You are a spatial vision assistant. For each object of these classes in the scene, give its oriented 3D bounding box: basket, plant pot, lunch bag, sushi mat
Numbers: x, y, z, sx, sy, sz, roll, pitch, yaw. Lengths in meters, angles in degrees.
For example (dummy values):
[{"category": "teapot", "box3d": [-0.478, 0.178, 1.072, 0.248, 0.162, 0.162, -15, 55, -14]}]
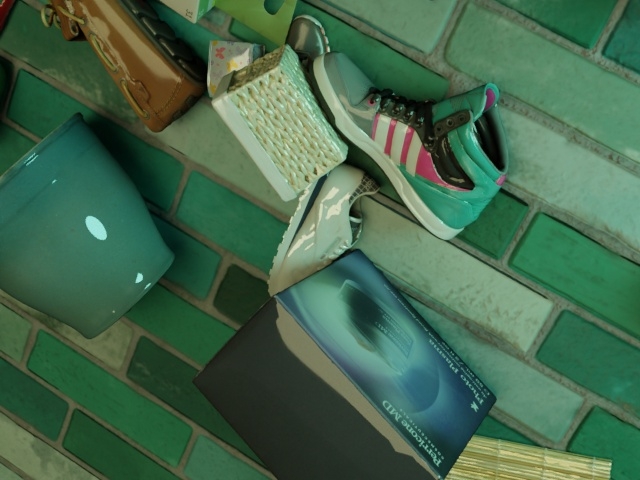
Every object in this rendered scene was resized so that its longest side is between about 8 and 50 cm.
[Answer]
[{"category": "basket", "box3d": [-0.046, -0.156, 1.280, 0.103, 0.113, 0.167, -30, 111, 18]}, {"category": "plant pot", "box3d": [-0.365, -0.002, 1.455, 0.271, 0.272, 0.255, -36, 103, 27]}, {"category": "lunch bag", "box3d": [-0.119, -0.235, 1.386, 0.071, 0.053, 0.083, 7, 98, 19]}, {"category": "sushi mat", "box3d": [0.248, 0.353, 1.417, 0.316, 0.019, 0.151, 7, 108, 21]}]

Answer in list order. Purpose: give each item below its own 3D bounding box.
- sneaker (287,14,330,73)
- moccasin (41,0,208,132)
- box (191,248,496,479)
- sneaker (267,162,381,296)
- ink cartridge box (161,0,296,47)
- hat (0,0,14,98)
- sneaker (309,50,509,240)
[{"category": "sneaker", "box3d": [-0.028, -0.224, 1.341, 0.061, 0.065, 0.158, 10, 109, 21]}, {"category": "moccasin", "box3d": [-0.321, -0.322, 1.411, 0.147, 0.139, 0.380, -39, 97, 19]}, {"category": "box", "box3d": [0.045, 0.196, 1.293, 0.296, 0.294, 0.183, 47, 114, 7]}, {"category": "sneaker", "box3d": [0.000, 0.000, 1.388, 0.095, 0.090, 0.235, 26, 115, 5]}, {"category": "ink cartridge box", "box3d": [-0.143, -0.356, 1.309, 0.235, 0.056, 0.171, 36, 149, 7]}, {"category": "hat", "box3d": [-0.506, -0.265, 1.561, 0.173, 0.183, 0.208, 55, 159, 7]}, {"category": "sneaker", "box3d": [0.133, -0.158, 1.256, 0.178, 0.124, 0.295, -38, 96, 32]}]
